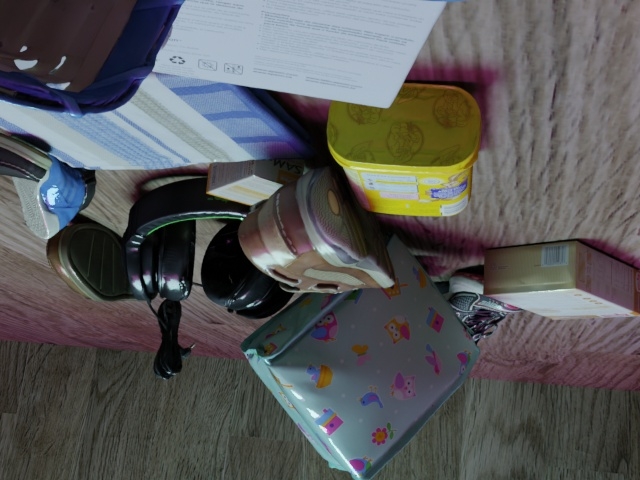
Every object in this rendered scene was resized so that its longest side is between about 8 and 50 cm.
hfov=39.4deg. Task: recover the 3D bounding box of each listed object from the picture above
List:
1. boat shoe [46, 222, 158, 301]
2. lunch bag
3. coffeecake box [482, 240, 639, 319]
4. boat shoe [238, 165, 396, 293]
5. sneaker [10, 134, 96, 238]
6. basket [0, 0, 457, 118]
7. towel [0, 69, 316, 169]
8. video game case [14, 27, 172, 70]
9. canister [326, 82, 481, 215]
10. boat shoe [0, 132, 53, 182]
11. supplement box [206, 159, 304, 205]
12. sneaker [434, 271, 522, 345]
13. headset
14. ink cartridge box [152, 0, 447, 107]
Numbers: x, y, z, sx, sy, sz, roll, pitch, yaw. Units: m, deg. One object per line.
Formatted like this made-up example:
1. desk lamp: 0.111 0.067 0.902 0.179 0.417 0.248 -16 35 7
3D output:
1. boat shoe: -0.356 0.047 1.389 0.105 0.110 0.307 1 165 13
2. lunch bag: 0.064 0.145 1.182 0.223 0.262 0.160 53 163 -10
3. coffeecake box: 0.338 0.060 1.240 0.142 0.068 0.186 -8 160 44
4. boat shoe: 0.000 0.000 0.960 0.117 0.123 0.324 -20 164 11
5. sneaker: -0.295 -0.079 0.997 0.058 0.084 0.152 26 139 22
6. basket: -0.104 -0.152 0.304 0.289 0.201 0.255 8 169 35
7. towel: -0.168 -0.115 0.826 0.285 0.034 0.209 -1 165 23
8. video game case: -0.226 -0.169 0.541 0.193 0.023 0.212 3 158 44
9. canister: 0.078 -0.075 0.804 0.126 0.073 0.170 4 167 9
10. boat shoe: -0.381 -0.084 0.896 0.224 0.073 0.080 15 170 7
11. supplement box: -0.071 -0.069 0.961 0.062 0.036 0.098 15 163 -36
12. sneaker: 0.243 0.120 1.434 0.121 0.111 0.299 10 165 -15
13. headset: -0.151 0.053 1.176 0.244 0.185 0.394 12 153 -22
14. ink cartridge box: -0.037 -0.160 0.565 0.224 0.045 0.224 8 166 -7
